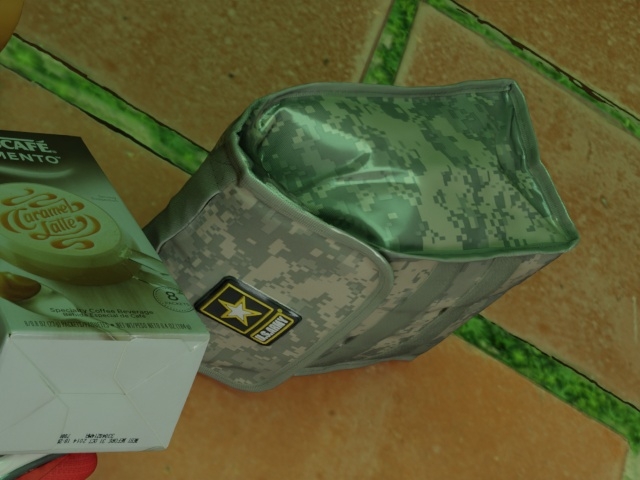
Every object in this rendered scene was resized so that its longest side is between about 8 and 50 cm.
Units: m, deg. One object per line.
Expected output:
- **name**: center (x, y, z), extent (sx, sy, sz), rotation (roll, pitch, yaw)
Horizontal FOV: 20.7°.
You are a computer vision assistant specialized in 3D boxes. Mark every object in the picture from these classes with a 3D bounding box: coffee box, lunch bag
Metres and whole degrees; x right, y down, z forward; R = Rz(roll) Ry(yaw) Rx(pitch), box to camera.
- **coffee box**: center (-0.193, 0.027, 1.160), extent (0.141, 0.098, 0.246), rotation (3, 32, -34)
- **lunch bag**: center (0.000, 0.000, 1.279), extent (0.287, 0.235, 0.168), rotation (-4, 66, -35)

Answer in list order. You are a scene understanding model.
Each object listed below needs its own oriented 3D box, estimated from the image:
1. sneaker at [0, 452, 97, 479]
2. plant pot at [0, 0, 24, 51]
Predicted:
- **sneaker**: center (-0.238, 0.216, 1.090), extent (0.279, 0.107, 0.118), rotation (-38, 101, -38)
- **plant pot**: center (-0.318, -0.187, 1.235), extent (0.188, 0.205, 0.205), rotation (-6, 63, -53)
